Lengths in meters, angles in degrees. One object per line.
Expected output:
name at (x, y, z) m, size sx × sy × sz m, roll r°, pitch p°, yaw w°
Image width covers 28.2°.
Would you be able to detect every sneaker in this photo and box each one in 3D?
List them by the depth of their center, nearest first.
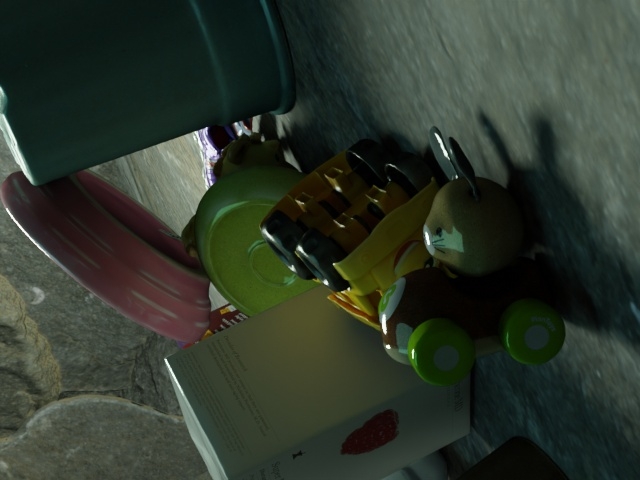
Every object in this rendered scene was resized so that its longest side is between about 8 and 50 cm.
sneaker at (-0.153, -0.125, 1.998) m, size 0.071 × 0.068 × 0.170 m, roll 21°, pitch 135°, yaw 63°

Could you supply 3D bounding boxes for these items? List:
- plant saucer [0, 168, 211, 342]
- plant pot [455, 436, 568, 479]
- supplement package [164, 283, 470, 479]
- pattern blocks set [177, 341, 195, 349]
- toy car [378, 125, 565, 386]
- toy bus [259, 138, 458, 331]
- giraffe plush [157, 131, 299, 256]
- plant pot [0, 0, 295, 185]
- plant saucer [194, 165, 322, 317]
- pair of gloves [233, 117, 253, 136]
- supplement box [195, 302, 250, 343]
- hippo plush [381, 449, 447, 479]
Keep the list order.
plant saucer at (-0.266, 0.002, 1.686) m, size 0.332 × 0.084 × 0.332 m, roll 40°, pitch -175°, yaw -4°
plant pot at (0.155, 0.350, 1.310) m, size 0.215 × 0.230 × 0.215 m, roll 58°, pitch 165°, yaw 25°
supplement package at (0.003, 0.177, 1.434) m, size 0.175 × 0.293 × 0.177 m, roll 56°, pitch 165°, yaw 35°
pattern blocks set at (-0.134, 0.253, 1.800) m, size 0.325 × 0.026 × 0.285 m, roll 64°, pitch 175°, yaw -2°
toy car at (0.112, 0.002, 1.058) m, size 0.155 × 0.149 × 0.188 m, roll -125°, pitch 23°, yaw -76°
toy bus at (0.067, 0.026, 1.277) m, size 0.211 × 0.149 × 0.220 m, roll 55°, pitch 168°, yaw -21°
giraffe plush at (-0.089, -0.052, 1.695) m, size 0.181 × 0.210 × 0.170 m, roll -122°, pitch 53°, yaw -74°
plant pot at (-0.257, -0.247, 1.572) m, size 0.341 × 0.334 × 0.341 m, roll 59°, pitch 167°, yaw 23°
plant saucer at (-0.050, 0.021, 1.558) m, size 0.037 × 0.241 × 0.241 m, roll -61°, pitch -41°, yaw -51°
pair of gloves at (-0.112, -0.176, 1.811) m, size 0.159 × 0.023 × 0.198 m, roll 75°, pitch 170°, yaw -58°
supplement box at (-0.085, 0.159, 1.973) m, size 0.129 × 0.194 × 0.191 m, roll 66°, pitch 167°, yaw -11°
hippo plush at (0.055, 0.262, 1.620) m, size 0.236 × 0.294 × 0.234 m, roll 37°, pitch 119°, yaw 17°
